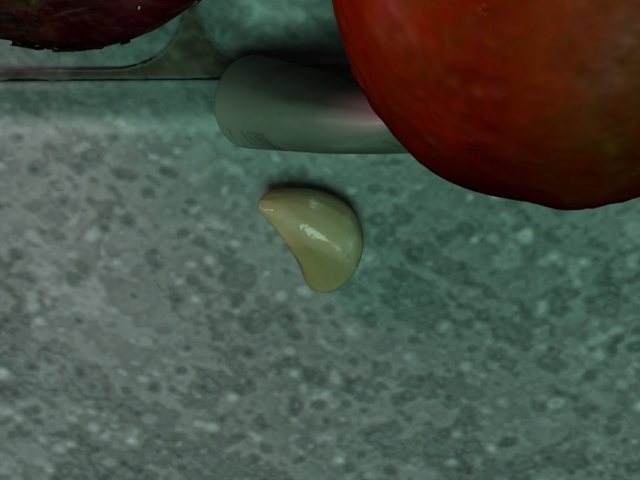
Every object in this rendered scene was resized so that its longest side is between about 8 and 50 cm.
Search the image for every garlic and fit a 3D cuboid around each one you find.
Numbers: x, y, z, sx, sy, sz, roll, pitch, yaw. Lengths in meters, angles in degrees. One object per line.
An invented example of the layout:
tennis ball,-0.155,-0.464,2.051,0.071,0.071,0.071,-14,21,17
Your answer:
garlic,-0.001,0.000,1.171,0.053,0.041,0.083,-12,133,16

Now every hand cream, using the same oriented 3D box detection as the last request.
hand cream,0.011,-0.070,1.059,0.087,0.186,0.054,7,93,-47

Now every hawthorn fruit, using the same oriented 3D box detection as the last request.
hawthorn fruit,0.126,-0.164,0.888,0.295,0.295,0.311,19,100,-13

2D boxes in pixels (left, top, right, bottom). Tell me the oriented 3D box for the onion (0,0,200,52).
onion,-0.141,-0.193,0.922,0.252,0.219,0.252,6,132,6
